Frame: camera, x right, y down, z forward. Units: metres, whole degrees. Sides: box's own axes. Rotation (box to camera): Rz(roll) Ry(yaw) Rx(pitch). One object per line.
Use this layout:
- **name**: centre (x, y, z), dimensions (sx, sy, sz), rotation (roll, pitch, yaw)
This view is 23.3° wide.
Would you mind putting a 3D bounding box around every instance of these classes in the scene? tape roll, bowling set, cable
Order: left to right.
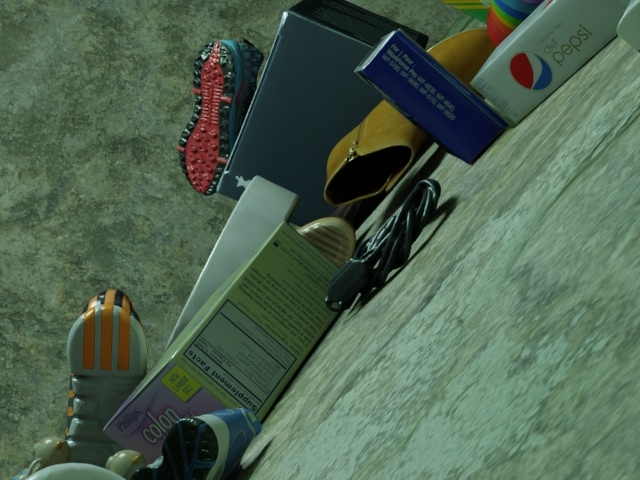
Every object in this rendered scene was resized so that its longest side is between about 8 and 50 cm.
- **bowling set**: centre (-0.301, 0.279, 1.679), dimensions (0.154, 0.200, 0.287), rotation (-50, -8, -40)
- **tape roll**: centre (-0.140, 0.097, 2.121), dimensions (0.392, 0.072, 0.392), rotation (-64, 0, -1)
- **cable**: centre (0.079, -0.001, 1.651), dimensions (0.184, 0.047, 0.150), rotation (-49, -1, 40)

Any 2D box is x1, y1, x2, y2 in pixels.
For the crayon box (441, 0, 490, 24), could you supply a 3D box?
- **crayon box**: centre (0.186, -0.428, 2.105), dimensions (0.203, 0.323, 0.083), rotation (-63, 0, 11)

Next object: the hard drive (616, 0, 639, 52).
- **hard drive**: centre (0.362, -0.296, 1.322), dimensions (0.210, 0.040, 0.318), rotation (-46, 5, 36)

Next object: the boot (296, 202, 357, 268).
- **boot**: centre (0.000, 0.000, 2.053), dimensions (0.248, 0.090, 0.207), rotation (-50, 5, 44)

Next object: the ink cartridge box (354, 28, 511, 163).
- **ink cartridge box**: centre (0.122, -0.167, 1.798), dimensions (0.065, 0.165, 0.332), rotation (-49, 3, 3)

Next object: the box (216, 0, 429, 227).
- **box**: centre (0.013, -0.205, 2.416), dimensions (0.395, 0.212, 0.293), rotation (-64, -3, -75)

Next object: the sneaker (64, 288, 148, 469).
- **sneaker**: centre (-0.257, 0.214, 1.918), dimensions (0.180, 0.125, 0.321), rotation (-103, 21, -78)

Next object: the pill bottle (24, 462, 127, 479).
- **pill bottle**: centre (-0.262, 0.326, 1.404), dimensions (0.278, 0.162, 0.162), rotation (-45, 6, 44)

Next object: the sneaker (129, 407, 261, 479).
- **sneaker**: centre (-0.125, 0.233, 1.525), dimensions (0.081, 0.080, 0.211), rotation (-18, -20, -41)

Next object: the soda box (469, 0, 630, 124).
- **soda box**: centre (0.245, -0.210, 1.574), dimensions (0.074, 0.069, 0.216), rotation (-53, 6, -37)

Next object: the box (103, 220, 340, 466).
- **box**: centre (-0.101, 0.133, 1.758), dimensions (0.243, 0.117, 0.213), rotation (-52, 5, -39)

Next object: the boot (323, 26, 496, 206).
- **boot**: centre (0.130, -0.156, 2.062), dimensions (0.295, 0.104, 0.211), rotation (-38, 13, 16)

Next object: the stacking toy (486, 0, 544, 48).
- **stacking toy**: centre (0.244, -0.286, 1.759), dimensions (0.141, 0.141, 0.330), rotation (-50, -11, -8)

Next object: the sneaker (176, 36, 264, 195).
- **sneaker**: centre (-0.141, -0.193, 2.460), dimensions (0.125, 0.104, 0.262), rotation (-19, -49, -50)
